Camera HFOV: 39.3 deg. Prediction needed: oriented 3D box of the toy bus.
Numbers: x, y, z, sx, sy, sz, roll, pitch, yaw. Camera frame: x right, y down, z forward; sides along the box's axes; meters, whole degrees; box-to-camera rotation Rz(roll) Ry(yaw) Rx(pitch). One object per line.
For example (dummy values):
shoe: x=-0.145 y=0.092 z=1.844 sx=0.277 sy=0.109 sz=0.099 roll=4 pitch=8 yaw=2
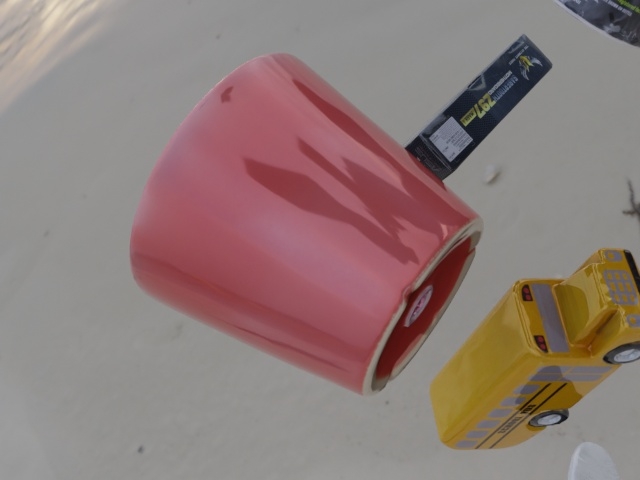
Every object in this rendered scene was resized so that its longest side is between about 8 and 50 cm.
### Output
toy bus: x=0.250 y=0.136 z=1.052 sx=0.333 sy=0.130 sz=0.108 roll=115 pitch=153 yaw=-53

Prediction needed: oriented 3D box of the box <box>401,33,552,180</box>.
box: x=0.150 y=-0.124 z=1.057 sx=0.232 sy=0.059 sz=0.183 roll=-44 pitch=2 yaw=-33

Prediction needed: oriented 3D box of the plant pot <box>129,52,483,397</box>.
plant pot: x=0.000 y=0.000 z=0.843 sx=0.243 sy=0.275 sz=0.275 roll=33 pitch=83 yaw=19

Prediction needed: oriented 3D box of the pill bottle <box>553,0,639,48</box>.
pill bottle: x=0.315 y=-0.308 z=0.806 sx=0.246 sy=0.130 sz=0.130 roll=-57 pitch=26 yaw=30

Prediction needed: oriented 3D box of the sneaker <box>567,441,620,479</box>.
sneaker: x=0.343 y=0.373 z=1.194 sx=0.094 sy=0.080 sz=0.212 roll=-53 pitch=17 yaw=48
